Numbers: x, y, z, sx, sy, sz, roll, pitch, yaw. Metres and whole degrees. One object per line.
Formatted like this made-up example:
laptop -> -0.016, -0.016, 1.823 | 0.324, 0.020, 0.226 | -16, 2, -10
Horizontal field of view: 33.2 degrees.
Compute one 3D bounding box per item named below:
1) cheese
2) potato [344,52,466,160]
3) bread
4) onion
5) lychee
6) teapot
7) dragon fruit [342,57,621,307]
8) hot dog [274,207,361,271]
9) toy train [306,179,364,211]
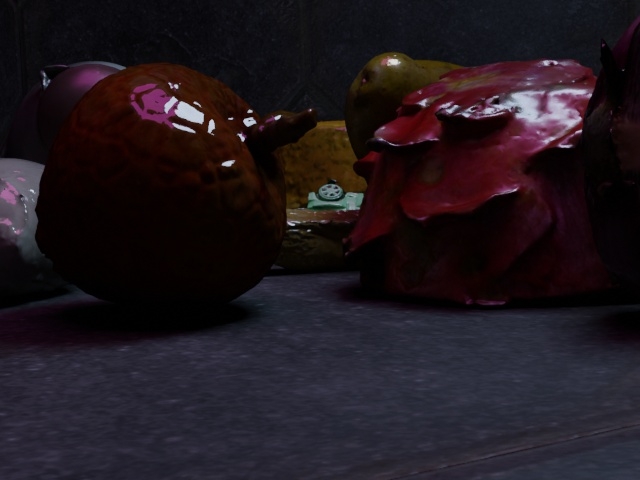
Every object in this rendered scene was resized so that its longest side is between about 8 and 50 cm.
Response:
cheese -> -0.345, -0.014, 1.185 | 0.198, 0.154, 0.189 | 1, 0, 32
potato -> 0.180, -0.109, 1.364 | 0.369, 0.176, 0.195 | 27, -44, -32
bread -> 0.066, -0.105, 1.794 | 0.337, 0.204, 0.358 | 5, 6, 22
onion -> 0.376, -0.064, 0.914 | 0.349, 0.267, 0.159 | 0, -6, -9
lychee -> -0.134, -0.055, 1.005 | 0.300, 0.255, 0.255 | -41, -7, 16
teapot -> -0.257, -0.083, 1.367 | 0.233, 0.315, 0.312 | -48, 2, -18
dragon fruit -> 0.213, -0.064, 1.125 | 0.386, 0.249, 0.371 | -1, 9, 38
hot dog -> 0.000, 0.000, 1.327 | 0.243, 0.073, 0.084 | 0, 9, -13
toy train -> 0.035, -0.026, 1.580 | 0.149, 0.099, 0.081 | 6, 40, 7
